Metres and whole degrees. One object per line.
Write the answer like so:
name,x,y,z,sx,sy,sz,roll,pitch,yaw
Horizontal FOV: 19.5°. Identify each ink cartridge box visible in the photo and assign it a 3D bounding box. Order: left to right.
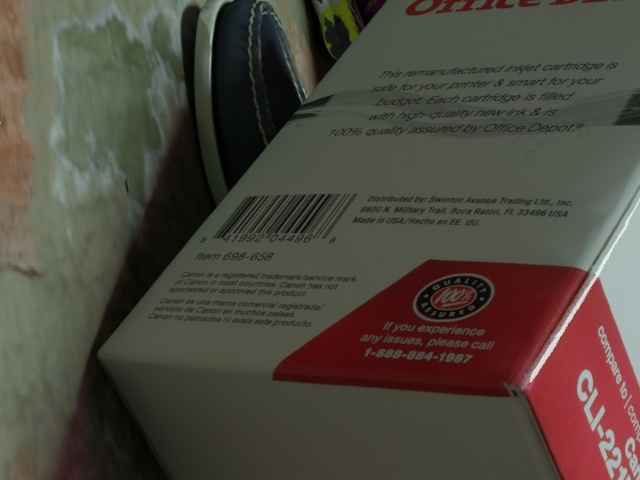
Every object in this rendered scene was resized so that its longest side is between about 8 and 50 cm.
ink cartridge box,0.071,0.002,0.776,0.273,0.197,0.114,-54,131,-37

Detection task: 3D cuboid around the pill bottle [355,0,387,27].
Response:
pill bottle,0.092,-0.200,1.161,0.169,0.169,0.301,26,44,-71

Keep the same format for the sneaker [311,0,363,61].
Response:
sneaker,0.006,-0.144,1.131,0.035,0.031,0.083,113,-31,-78

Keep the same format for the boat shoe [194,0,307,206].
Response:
boat shoe,0.000,0.000,0.916,0.095,0.079,0.254,-20,99,-66
